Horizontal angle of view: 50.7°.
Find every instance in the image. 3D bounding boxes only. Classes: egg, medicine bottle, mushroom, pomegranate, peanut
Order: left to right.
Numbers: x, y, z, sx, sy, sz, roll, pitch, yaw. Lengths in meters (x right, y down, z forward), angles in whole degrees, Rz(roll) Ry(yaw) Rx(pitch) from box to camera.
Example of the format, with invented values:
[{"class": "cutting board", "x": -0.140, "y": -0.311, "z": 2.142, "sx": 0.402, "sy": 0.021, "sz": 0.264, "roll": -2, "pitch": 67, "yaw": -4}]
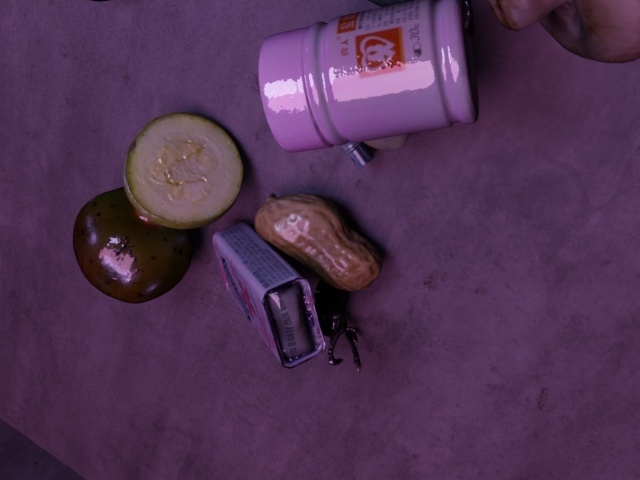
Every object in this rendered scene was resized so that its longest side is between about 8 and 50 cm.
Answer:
[{"class": "pomegranate", "x": -0.424, "y": -0.025, "z": 1.594, "sx": 0.290, "sy": 0.291, "sz": 0.323, "roll": 35, "pitch": 104, "yaw": 6}, {"class": "peanut", "x": 0.000, "y": -0.006, "z": 1.415, "sx": 0.291, "sy": 0.143, "sz": 0.159, "roll": 35, "pitch": 147, "yaw": 4}, {"class": "medicine bottle", "x": 0.026, "y": -0.233, "z": 1.303, "sx": 0.053, "sy": 0.090, "sz": 0.208, "roll": -39, "pitch": 99, "yaw": -2}, {"class": "medicine bottle", "x": 0.081, "y": -0.261, "z": 1.075, "sx": 0.315, "sy": 0.202, "sz": 0.202, "roll": -7, "pitch": 116, "yaw": 17}, {"class": "egg", "x": 0.105, "y": -0.232, "z": 1.235, "sx": 0.114, "sy": 0.114, "sz": 0.152, "roll": -32, "pitch": 88, "yaw": 39}, {"class": "mushroom", "x": 0.305, "y": -0.377, "z": 0.865, "sx": 0.294, "sy": 0.362, "sz": 0.362, "roll": -31, "pitch": 102, "yaw": 14}]

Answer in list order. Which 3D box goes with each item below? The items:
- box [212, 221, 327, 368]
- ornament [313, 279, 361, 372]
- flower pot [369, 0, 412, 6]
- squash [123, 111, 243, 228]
[{"class": "box", "x": -0.117, "y": 0.104, "z": 1.442, "sx": 0.369, "sy": 0.112, "sz": 0.190, "roll": 38, "pitch": 148, "yaw": 57}, {"class": "ornament", "x": 0.041, "y": 0.209, "z": 1.498, "sx": 0.080, "sy": 0.202, "sz": 0.236, "roll": -4, "pitch": 120, "yaw": 9}, {"class": "flower pot", "x": 0.141, "y": -0.466, "z": 1.043, "sx": 0.243, "sy": 0.157, "sz": 0.189, "roll": -28, "pitch": 100, "yaw": 42}, {"class": "squash", "x": -0.290, "y": -0.146, "z": 1.439, "sx": 0.252, "sy": 0.252, "sz": 0.049, "roll": 43, "pitch": 162, "yaw": 0}]
